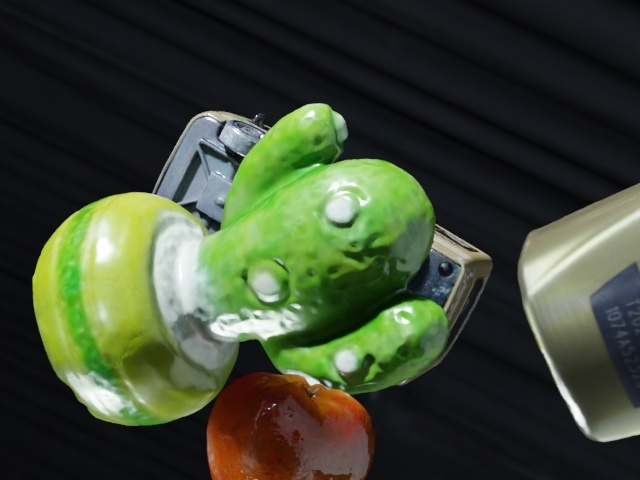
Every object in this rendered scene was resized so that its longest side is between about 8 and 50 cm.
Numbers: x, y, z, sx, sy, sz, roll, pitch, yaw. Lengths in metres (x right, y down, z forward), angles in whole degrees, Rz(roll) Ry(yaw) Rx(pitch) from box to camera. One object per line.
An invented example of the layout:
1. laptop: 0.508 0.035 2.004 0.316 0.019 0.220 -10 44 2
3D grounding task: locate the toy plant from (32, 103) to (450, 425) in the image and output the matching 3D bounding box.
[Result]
1. toy plant: -0.051 0.024 1.495 0.184 0.316 0.224 10 -113 -63

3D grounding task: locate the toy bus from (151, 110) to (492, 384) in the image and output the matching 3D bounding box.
1. toy bus: 0.000 0.000 1.716 0.139 0.290 0.157 -64 -18 12

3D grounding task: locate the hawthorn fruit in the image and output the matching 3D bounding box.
1. hawthorn fruit: -0.030 0.154 1.393 0.140 0.125 0.125 -47 -1 20

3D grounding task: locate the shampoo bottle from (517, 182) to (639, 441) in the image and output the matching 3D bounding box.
1. shampoo bottle: 0.271 -0.006 0.901 0.350 0.125 0.084 -21 16 20
